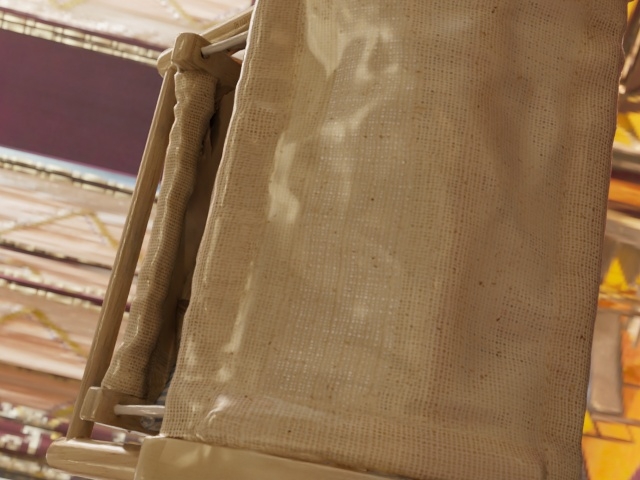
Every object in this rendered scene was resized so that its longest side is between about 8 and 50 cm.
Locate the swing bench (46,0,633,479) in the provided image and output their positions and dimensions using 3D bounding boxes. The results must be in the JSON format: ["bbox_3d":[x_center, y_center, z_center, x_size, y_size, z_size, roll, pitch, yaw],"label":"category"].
[{"bbox_3d":[0.000,0.000,0.436,0.254,0.165,0.253,152,132,-63],"label":"swing bench"}]
